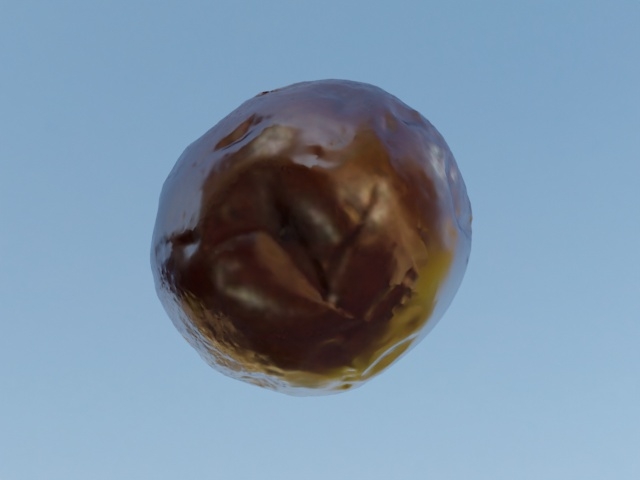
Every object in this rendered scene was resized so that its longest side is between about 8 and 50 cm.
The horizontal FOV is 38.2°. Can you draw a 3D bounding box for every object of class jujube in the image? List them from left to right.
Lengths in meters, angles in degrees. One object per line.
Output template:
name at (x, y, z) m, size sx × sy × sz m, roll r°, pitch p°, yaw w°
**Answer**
jujube at (0.000, 0.000, 0.680) m, size 0.223 × 0.318 × 0.223 m, roll 0°, pitch -90°, yaw 7°
